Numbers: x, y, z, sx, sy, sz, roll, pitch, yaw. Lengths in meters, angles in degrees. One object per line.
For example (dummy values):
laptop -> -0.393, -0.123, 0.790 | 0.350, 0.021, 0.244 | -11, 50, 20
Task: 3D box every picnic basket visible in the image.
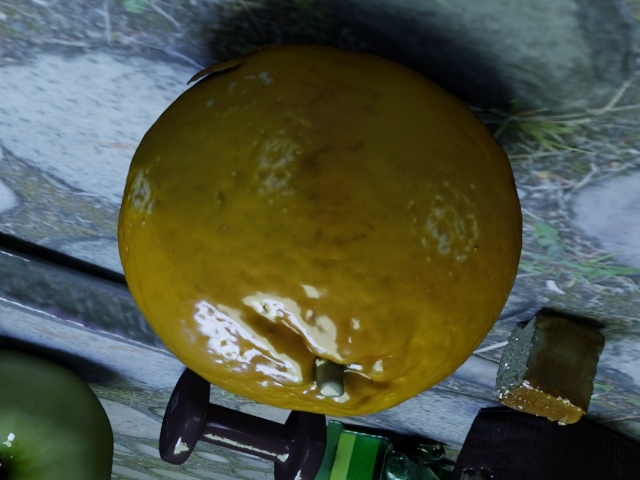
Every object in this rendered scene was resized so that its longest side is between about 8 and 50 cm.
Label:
picnic basket -> 0.307, 0.306, 1.166 | 0.297, 0.129, 0.222 | 27, 156, -30

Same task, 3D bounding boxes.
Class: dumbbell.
dumbbell -> -0.111, 0.275, 1.318 | 0.225, 0.140, 0.124 | 19, 122, -17

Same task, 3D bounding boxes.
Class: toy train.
toy train -> 0.116, 0.395, 1.515 | 0.202, 0.120, 0.301 | 7, 158, 21

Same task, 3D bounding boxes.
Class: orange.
orange -> -0.001, -0.001, 0.509 | 0.219, 0.193, 0.219 | 17, 144, 12

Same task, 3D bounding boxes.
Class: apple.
apple -> -0.495, 0.346, 1.447 | 0.357, 0.357, 0.357 | 11, 159, 4

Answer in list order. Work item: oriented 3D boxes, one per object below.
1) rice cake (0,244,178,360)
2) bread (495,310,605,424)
rice cake -> -0.242, 0.066, 0.977 | 0.399, 0.064, 0.070 | 22, 166, -21
bread -> 0.201, 0.112, 0.805 | 0.070, 0.083, 0.076 | 23, 155, -1
